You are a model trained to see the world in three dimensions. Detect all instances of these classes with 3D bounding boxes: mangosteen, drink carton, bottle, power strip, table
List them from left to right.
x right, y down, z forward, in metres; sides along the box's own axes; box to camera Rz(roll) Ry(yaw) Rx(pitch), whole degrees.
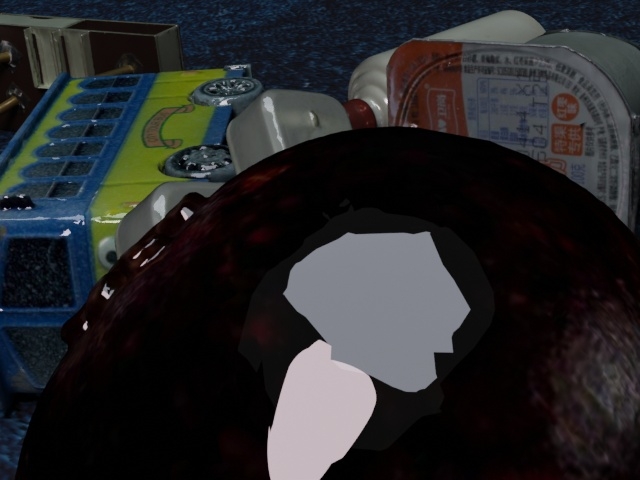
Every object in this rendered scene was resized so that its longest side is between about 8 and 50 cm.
[{"bbox_3d":[-0.262,-0.154,1.315,0.240,0.121,0.111,9,28,30],"label":"table"},{"bbox_3d":[0.000,0.000,0.791,0.265,0.193,0.059,0,-26,-37],"label":"power strip"},{"bbox_3d":[0.037,0.102,0.534,0.314,0.297,0.297,20,16,-22],"label":"mangosteen"},{"bbox_3d":[0.108,-0.140,1.219,0.245,0.104,0.104,-24,30,-34],"label":"bottle"},{"bbox_3d":[0.174,-0.071,0.994,0.191,0.185,0.190,6,16,28],"label":"drink carton"}]

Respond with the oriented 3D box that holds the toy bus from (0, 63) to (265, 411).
[{"bbox_3d":[-0.135,-0.015,0.953,0.190,0.152,0.312,-2,25,4],"label":"toy bus"}]
